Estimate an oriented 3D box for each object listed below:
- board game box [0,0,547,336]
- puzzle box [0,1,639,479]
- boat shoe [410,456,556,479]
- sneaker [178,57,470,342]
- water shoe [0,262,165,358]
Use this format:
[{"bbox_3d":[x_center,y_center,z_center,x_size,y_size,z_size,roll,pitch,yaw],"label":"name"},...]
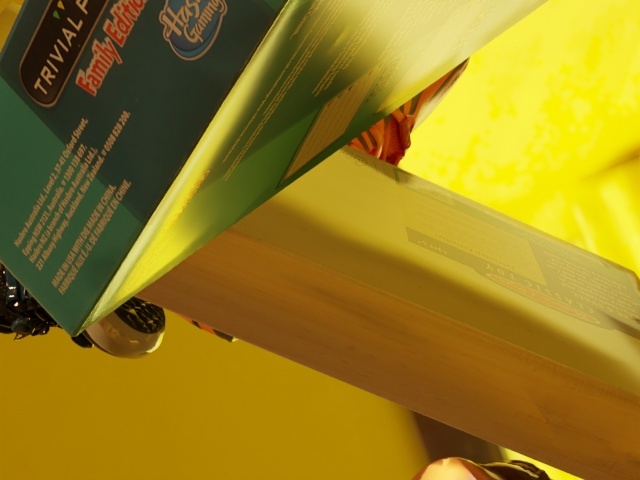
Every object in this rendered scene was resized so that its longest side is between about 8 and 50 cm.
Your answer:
[{"bbox_3d":[0.039,-0.134,0.657,0.336,0.079,0.254,-37,170,-42],"label":"board game box"},{"bbox_3d":[0.000,0.000,0.944,0.272,0.409,0.052,-93,-153,-74],"label":"puzzle box"},{"bbox_3d":[0.081,0.164,0.557,0.073,0.207,0.073,-28,149,33],"label":"boat shoe"},{"bbox_3d":[0.028,-0.034,1.335,0.321,0.180,0.124,-42,141,-14],"label":"sneaker"},{"bbox_3d":[-0.150,0.032,1.045,0.080,0.203,0.073,-48,121,3],"label":"water shoe"}]
